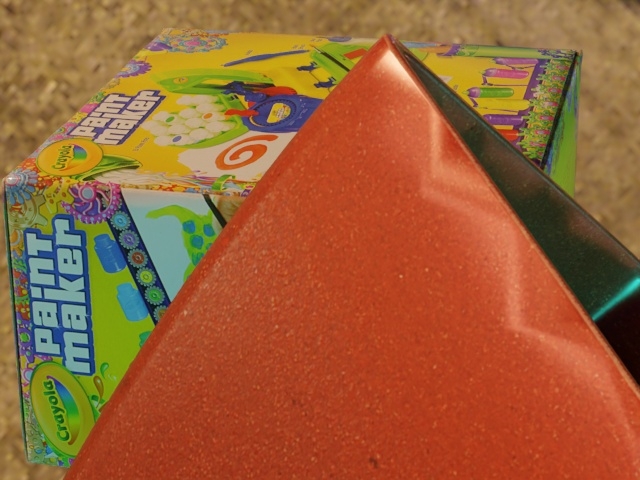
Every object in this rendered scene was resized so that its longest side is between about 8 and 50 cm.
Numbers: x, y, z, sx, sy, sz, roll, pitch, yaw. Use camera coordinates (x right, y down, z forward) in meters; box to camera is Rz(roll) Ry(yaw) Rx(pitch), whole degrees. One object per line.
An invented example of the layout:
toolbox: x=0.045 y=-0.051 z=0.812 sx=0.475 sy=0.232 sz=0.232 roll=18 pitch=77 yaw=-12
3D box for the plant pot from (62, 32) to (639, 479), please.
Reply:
plant pot: x=0.053 y=0.138 z=0.622 sx=0.267 sy=0.235 sz=0.267 roll=34 pitch=20 yaw=-55

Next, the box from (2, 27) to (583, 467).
box: x=0.000 y=0.000 z=1.036 sx=0.279 sy=0.177 sz=0.290 roll=5 pitch=24 yaw=12
